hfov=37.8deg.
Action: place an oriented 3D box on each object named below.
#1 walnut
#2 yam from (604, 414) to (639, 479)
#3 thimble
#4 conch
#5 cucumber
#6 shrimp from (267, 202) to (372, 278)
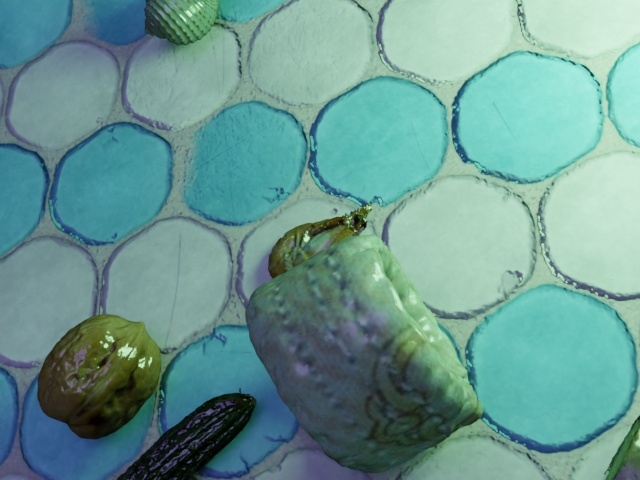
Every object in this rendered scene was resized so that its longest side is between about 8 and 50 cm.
[{"bbox_3d":[-0.315,0.190,1.351,0.155,0.155,0.184,38,83,27],"label":"walnut"},{"bbox_3d":[0.455,0.335,1.052,0.304,0.168,0.168,28,78,27],"label":"yam"},{"bbox_3d":[0.055,0.146,1.187,0.195,0.291,0.291,-31,62,9],"label":"thimble"},{"bbox_3d":[-0.235,-0.394,1.603,0.153,0.102,0.135,-20,45,-29],"label":"conch"},{"bbox_3d":[-0.200,0.301,1.313,0.265,0.077,0.077,-44,63,-7],"label":"cucumber"},{"bbox_3d":[0.000,0.000,1.395,0.184,0.043,0.091,-31,59,3],"label":"shrimp"}]
